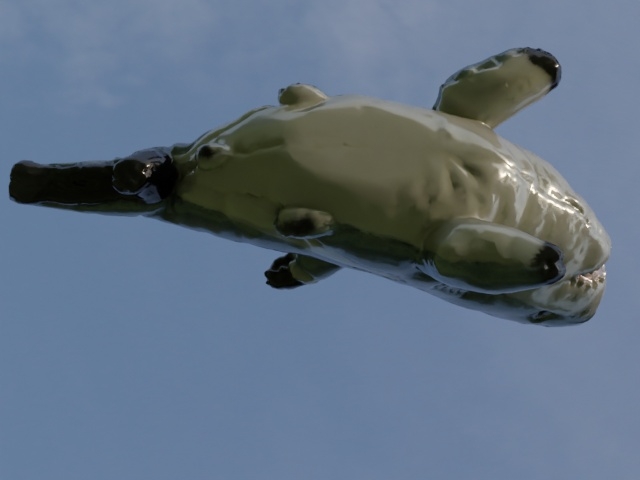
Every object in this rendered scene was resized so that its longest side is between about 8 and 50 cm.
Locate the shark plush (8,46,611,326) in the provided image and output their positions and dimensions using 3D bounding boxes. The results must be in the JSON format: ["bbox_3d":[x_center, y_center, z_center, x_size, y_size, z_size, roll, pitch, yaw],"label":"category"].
[{"bbox_3d":[0.000,0.000,0.520,0.161,0.067,0.073,-5,-122,-9],"label":"shark plush"}]
